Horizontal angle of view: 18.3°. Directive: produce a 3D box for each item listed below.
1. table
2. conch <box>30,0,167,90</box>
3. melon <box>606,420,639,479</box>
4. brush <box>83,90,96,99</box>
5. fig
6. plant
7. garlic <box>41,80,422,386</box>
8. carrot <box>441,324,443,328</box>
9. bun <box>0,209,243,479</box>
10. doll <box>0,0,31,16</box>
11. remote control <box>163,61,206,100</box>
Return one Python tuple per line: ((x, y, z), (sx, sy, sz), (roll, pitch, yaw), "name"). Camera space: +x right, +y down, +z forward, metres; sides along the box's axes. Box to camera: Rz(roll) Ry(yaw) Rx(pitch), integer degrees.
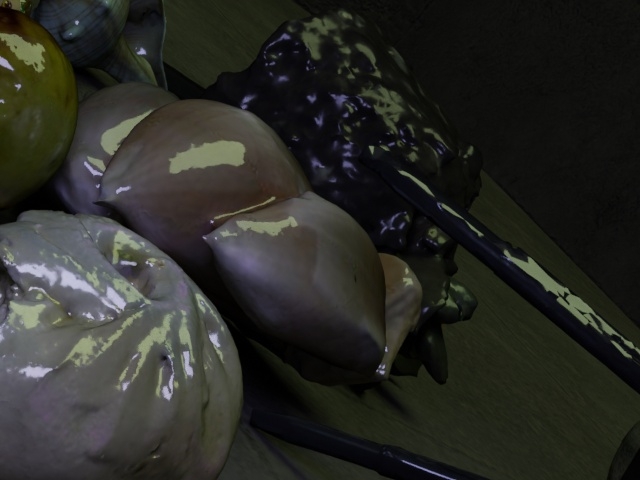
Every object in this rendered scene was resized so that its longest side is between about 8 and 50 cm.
((0.085, 0.106, 1.176), (0.249, 0.317, 0.317), (27, 9, 4), "table")
((-0.213, -0.220, 1.868), (0.114, 0.137, 0.234), (17, -11, 26), "conch")
((0.391, 0.264, 1.679), (0.329, 0.248, 0.248), (37, 8, 22), "melon")
((-0.159, -0.070, 1.646), (0.042, 0.039, 0.299), (34, 11, -32), "brush")
((-0.220, -0.098, 1.273), (0.153, 0.121, 0.136), (47, 12, 32), "fig")
((0.038, -0.024, 1.691), (0.312, 0.213, 0.215), (54, 11, 16), "plant")
((-0.072, -0.014, 1.387), (0.279, 0.132, 0.325), (22, -14, 38), "garlic")
((0.000, 0.000, 1.867), (0.314, 0.066, 0.066), (35, 11, -29), "carrot")
((-0.125, 0.052, 0.968), (0.193, 0.128, 0.178), (27, 18, -47), "bun")
((-0.295, -0.205, 1.709), (0.078, 0.077, 0.113), (-89, 164, -46), "doll")
((-0.172, -0.178, 2.116), (0.245, 0.025, 0.063), (30, 10, -49), "remote control")
